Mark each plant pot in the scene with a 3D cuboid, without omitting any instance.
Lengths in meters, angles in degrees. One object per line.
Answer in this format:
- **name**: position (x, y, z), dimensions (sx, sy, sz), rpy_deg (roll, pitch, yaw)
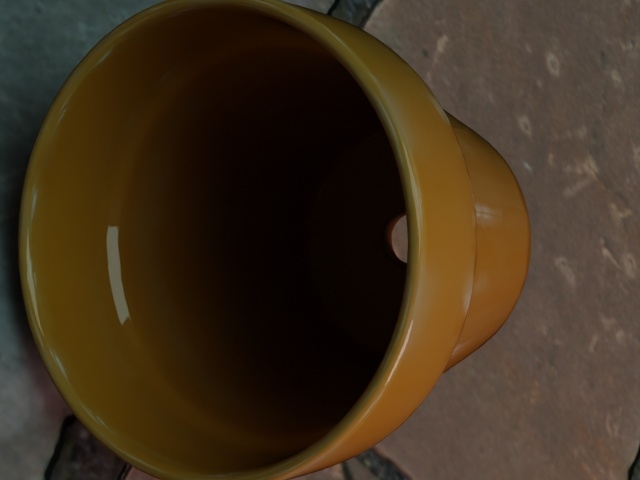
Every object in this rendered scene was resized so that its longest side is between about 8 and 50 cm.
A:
- **plant pot**: position (0.000, 0.000, 0.700), dimensions (0.188, 0.205, 0.205), rpy_deg (-1, 74, -58)
